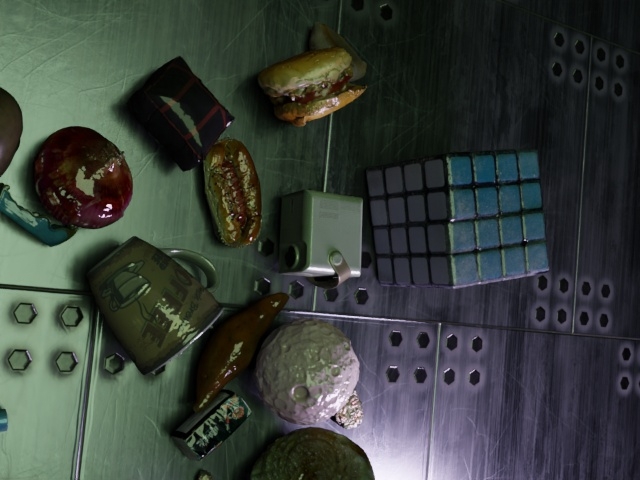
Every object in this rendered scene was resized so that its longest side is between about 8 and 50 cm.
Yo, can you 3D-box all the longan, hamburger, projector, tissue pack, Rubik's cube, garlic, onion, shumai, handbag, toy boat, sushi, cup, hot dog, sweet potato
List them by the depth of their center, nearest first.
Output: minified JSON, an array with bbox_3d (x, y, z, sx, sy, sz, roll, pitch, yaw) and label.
[{"bbox_3d":[-0.690,-0.213,1.587,0.196,0.196,0.220,36,77,-26],"label":"longan"},{"bbox_3d":[-0.601,-0.056,1.706,0.185,0.075,0.077,42,77,-27],"label":"toy boat"},{"bbox_3d":[-0.486,-0.140,1.715,0.230,0.163,0.230,19,64,-46],"label":"onion"},{"bbox_3d":[-0.354,0.105,1.790,0.257,0.227,0.301,54,44,-9],"label":"cup"},{"bbox_3d":[-0.315,-0.292,1.847,0.215,0.155,0.169,50,51,-20],"label":"handbag"},{"bbox_3d":[-0.255,0.432,1.899,0.170,0.103,0.090,-42,103,-26],"label":"tissue pack"},{"bbox_3d":[-0.207,0.250,1.930,0.112,0.112,0.359,42,66,-24],"label":"sweet potato"},{"bbox_3d":[-0.210,-0.115,1.955,0.144,0.075,0.268,-14,94,-29],"label":"hot dog"},{"bbox_3d":[-0.021,-0.386,1.992,0.244,0.244,0.163,-31,103,-29],"label":"hamburger"},{"bbox_3d":[-0.001,0.642,1.994,0.304,0.309,0.263,-20,135,0],"label":"shumai"},{"bbox_3d":[0.000,0.000,2.033,0.177,0.163,0.243,5,84,-31],"label":"projector"},{"bbox_3d":[0.053,0.419,2.106,0.090,0.078,0.150,-29,105,-29],"label":"sushi"},{"bbox_3d":[0.044,-0.476,2.119,0.195,0.087,0.101,35,59,-24],"label":"garlic"},{"bbox_3d":[0.359,-0.058,2.153,0.344,0.343,0.337,-8,93,-32],"label":"Rubik's cube"}]

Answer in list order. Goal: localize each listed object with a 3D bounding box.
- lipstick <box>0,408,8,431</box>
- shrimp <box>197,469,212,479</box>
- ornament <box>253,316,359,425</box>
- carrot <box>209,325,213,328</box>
[{"bbox_3d":[-0.720,0.376,1.639,0.158,0.048,0.048,-3,91,-32],"label":"lipstick"},{"bbox_3d":[-0.221,0.605,1.955,0.161,0.049,0.166,-33,98,-27],"label":"shrimp"},{"bbox_3d":[-0.039,0.307,1.949,0.225,0.259,0.259,42,68,-12],"label":"ornament"},{"bbox_3d":[-0.297,0.153,1.920,0.035,0.035,0.142,-37,100,-27],"label":"carrot"}]
